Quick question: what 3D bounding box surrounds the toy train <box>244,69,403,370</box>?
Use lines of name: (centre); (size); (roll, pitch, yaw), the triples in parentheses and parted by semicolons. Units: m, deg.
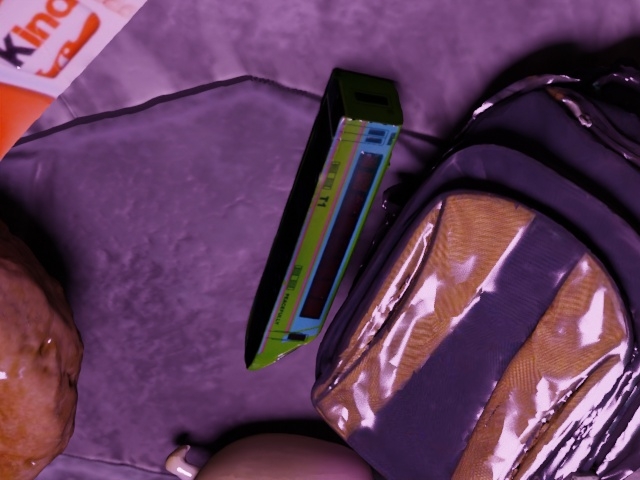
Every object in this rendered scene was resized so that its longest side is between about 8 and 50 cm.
toy train: (0.000, 0.000, 0.782); (0.042, 0.044, 0.209); (8, 131, -14)

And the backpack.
backpack: (0.123, 0.025, 0.739); (0.206, 0.133, 0.258); (37, 118, 15)

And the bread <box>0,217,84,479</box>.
bread: (-0.246, 0.063, 0.767); (0.230, 0.123, 0.230); (-5, 128, -6)

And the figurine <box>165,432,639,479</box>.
figurine: (0.077, 0.201, 0.854); (0.394, 0.274, 0.226); (7, 104, 13)

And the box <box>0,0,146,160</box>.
box: (-0.180, -0.190, 0.591); (0.273, 0.048, 0.265); (32, 121, -28)
